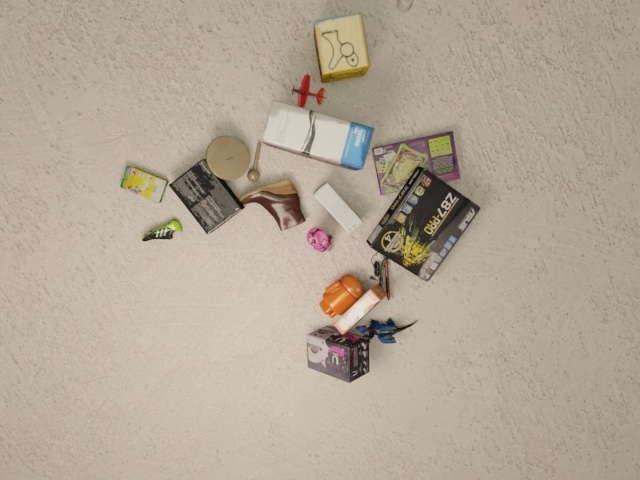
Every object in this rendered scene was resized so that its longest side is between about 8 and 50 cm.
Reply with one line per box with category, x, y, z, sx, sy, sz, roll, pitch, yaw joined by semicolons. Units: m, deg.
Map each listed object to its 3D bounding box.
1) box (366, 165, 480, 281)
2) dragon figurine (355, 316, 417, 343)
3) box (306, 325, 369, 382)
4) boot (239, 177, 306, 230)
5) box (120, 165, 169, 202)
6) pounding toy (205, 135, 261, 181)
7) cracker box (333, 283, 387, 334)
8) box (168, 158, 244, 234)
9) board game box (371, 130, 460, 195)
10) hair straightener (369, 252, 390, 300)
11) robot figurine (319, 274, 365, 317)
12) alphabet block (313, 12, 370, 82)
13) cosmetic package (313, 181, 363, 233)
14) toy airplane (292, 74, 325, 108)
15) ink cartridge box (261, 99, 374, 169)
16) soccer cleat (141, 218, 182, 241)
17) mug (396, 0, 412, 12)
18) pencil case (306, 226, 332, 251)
box;0.434;-0.065;1.905;0.318;0.097;0.395;31;100;-17
dragon figurine;0.292;0.402;1.977;0.289;0.144;0.085;2;99;-1
box;0.072;0.483;1.924;0.247;0.142;0.163;6;103;42
boot;-0.203;-0.135;1.910;0.248;0.090;0.207;-19;97;-2
box;-0.753;-0.241;1.911;0.179;0.043;0.105;22;98;-7
pounding toy;-0.378;-0.335;1.885;0.237;0.110;0.183;3;88;-31
cracker box;0.174;0.295;1.928;0.067;0.155;0.232;47;107;12
box;-0.476;-0.186;1.893;0.184;0.103;0.261;-35;97;8
board game box;0.408;-0.329;1.913;0.346;0.056;0.208;-11;95;1
hair straightener;0.261;0.156;1.986;0.089;0.047;0.230;-3;99;-1
robot figurine;0.097;0.238;1.955;0.219;0.128;0.158;-43;96;5
alphabet block;0.080;-0.752;1.766;0.192;0.193;0.197;-9;99;2
cosmetic package;0.074;-0.140;1.903;0.085;0.117;0.231;-41;99;5
toy airplane;-0.047;-0.611;1.869;0.151;0.028;0.151;0;101;0
ink cartridge box;-0.013;-0.406;1.772;0.395;0.285;0.166;15;97;-4
soccer cleat;-0.685;-0.027;1.937;0.179;0.060;0.072;-26;100;0
mug;0.340;-0.969;1.800;0.062;0.064;0.078;-11;99;2
pencil case;0.000;0.000;1.876;0.095;0.209;0.098;-44;81;2
